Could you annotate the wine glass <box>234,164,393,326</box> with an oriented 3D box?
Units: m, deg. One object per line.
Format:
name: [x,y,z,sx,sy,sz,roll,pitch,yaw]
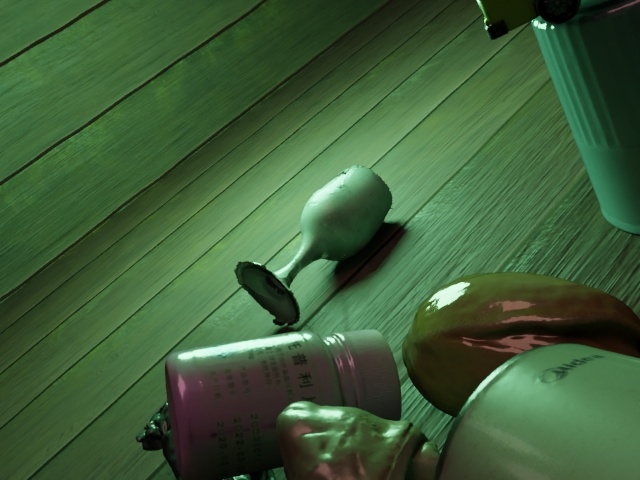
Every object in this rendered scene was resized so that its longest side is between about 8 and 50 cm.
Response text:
wine glass: [0.000,0.000,1.280,0.143,0.143,0.321,-2,34,49]

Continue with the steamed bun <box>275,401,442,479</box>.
steamed bun: [0.064,0.244,0.630,0.144,0.211,0.218,-22,33,-1]

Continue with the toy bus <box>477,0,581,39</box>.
toy bus: [0.287,-0.346,0.813,0.262,0.150,0.128,-22,24,23]

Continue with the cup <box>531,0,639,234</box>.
cup: [0.420,-0.184,0.912,0.257,0.311,0.331,-9,32,43]

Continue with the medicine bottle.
medicine bottle: [-0.045,0.184,0.848,0.254,0.152,0.152,-8,18,-16]

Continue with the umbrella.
umbrella: [-0.137,0.293,0.913,0.143,0.094,0.349,-30,24,-14]

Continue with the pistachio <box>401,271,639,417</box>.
pistachio: [0.202,0.118,0.777,0.293,0.181,0.162,-10,68,46]

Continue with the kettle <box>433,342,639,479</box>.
kettle: [0.306,0.190,0.448,0.361,0.250,0.376,-19,14,-25]
